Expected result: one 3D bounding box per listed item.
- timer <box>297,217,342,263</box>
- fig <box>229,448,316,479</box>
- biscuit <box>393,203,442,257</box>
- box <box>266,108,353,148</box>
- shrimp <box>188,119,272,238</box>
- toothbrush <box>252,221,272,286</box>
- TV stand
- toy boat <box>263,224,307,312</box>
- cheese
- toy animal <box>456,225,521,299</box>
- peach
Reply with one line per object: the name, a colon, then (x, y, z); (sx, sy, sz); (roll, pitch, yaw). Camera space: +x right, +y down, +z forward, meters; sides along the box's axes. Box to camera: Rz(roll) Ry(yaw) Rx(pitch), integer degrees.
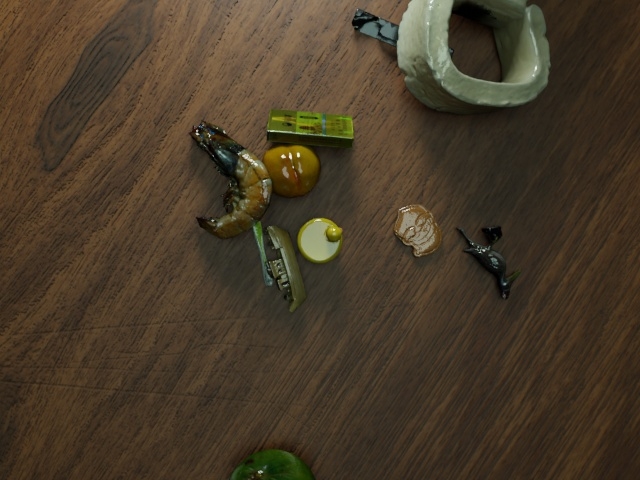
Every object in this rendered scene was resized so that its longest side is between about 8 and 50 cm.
timer: (0.000, 0.000, 1.522); (0.107, 0.109, 0.107); (0, 90, -2)
fig: (-0.101, 0.600, 1.490); (0.203, 0.203, 0.235); (-8, 114, -3)
biscuit: (0.231, -0.025, 1.579); (0.102, 0.019, 0.130); (-36, 91, -3)
box: (-0.023, -0.257, 1.522); (0.193, 0.121, 0.030); (5, 124, -4)
shrimp: (-0.232, -0.133, 1.520); (0.290, 0.054, 0.222); (49, 115, 21)
toothbrush: (-0.145, -0.021, 1.557); (0.022, 0.026, 0.263); (-12, 90, -19)
TV stand: (0.193, -0.477, 1.569); (0.249, 0.042, 0.036); (21, 86, -3)
toy boat: (-0.088, 0.065, 1.537); (0.072, 0.064, 0.206); (-16, 93, -14)
cheese: (0.351, -0.435, 1.489); (0.332, 0.153, 0.293); (10, 89, -21)
toy animal: (0.405, 0.044, 1.574); (0.105, 0.070, 0.203); (-24, 93, 10)
peach: (-0.065, -0.160, 1.512); (0.138, 0.138, 0.138); (0, 90, -3)
